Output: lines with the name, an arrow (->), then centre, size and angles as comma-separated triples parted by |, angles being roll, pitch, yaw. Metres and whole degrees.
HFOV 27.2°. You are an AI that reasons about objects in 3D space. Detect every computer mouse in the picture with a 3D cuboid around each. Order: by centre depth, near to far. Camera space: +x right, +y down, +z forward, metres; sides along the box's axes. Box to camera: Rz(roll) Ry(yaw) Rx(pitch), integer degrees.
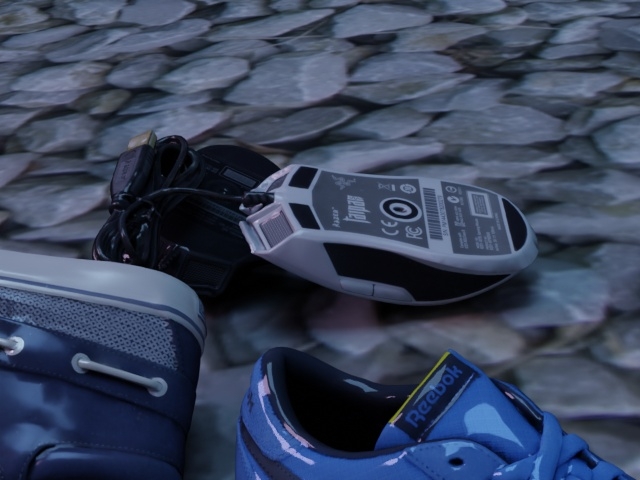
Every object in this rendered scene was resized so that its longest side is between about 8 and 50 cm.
computer mouse -> -0.075, 0.027, 0.585 | 0.071, 0.041, 0.242 | 27, 36, 8
computer mouse -> 0.000, 0.000, 0.586 | 0.193, 0.042, 0.106 | 8, 33, -5

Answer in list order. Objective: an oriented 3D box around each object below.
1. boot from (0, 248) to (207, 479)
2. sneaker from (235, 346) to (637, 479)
boot -> -0.136, 0.048, 0.452 | 0.190, 0.069, 0.086 | 4, 53, -4
sneaker -> 0.060, 0.083, 0.371 | 0.209, 0.082, 0.069 | 14, 28, 33
